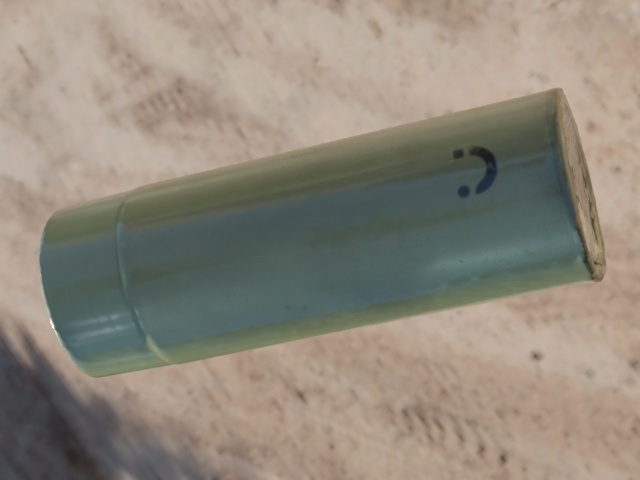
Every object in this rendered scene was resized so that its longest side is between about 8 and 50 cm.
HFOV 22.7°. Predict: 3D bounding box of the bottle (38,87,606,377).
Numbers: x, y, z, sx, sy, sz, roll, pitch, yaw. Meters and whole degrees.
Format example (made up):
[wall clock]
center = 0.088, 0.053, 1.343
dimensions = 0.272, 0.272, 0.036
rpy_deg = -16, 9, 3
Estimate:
[bottle]
center = 0.000, 0.000, 0.596
dimensions = 0.072, 0.201, 0.072
rpy_deg = -12, -90, -75
